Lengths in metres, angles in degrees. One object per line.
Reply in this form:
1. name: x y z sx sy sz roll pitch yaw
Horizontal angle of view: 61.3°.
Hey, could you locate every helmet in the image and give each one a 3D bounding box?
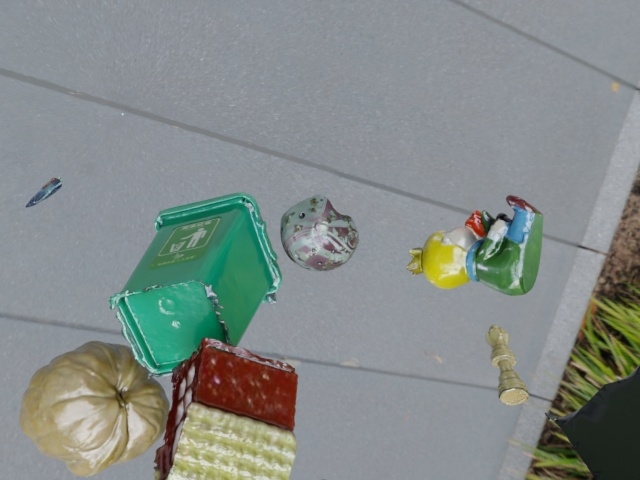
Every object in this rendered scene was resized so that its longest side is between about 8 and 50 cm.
1. helmet: -0.007 0.005 1.128 0.177 0.107 0.153 41 125 -19

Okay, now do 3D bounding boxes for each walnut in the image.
1. walnut: -0.493 0.362 1.183 0.296 0.285 0.285 29 92 -37

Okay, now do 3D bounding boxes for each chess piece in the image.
1. chess piece: 0.366 0.239 1.077 0.060 0.172 0.060 1 131 2

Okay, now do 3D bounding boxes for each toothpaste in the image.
1. toothpaste: -0.410 -0.073 0.806 0.027 0.083 0.019 -21 117 23

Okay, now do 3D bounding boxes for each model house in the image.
1. model house: -0.150 0.313 0.863 0.195 0.254 0.160 24 124 -21

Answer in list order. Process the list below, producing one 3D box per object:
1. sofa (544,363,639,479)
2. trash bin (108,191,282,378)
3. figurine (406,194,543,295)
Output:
1. sofa: 0.493 0.274 0.764 0.181 0.200 0.258 30 110 -25
2. trash bin: -0.245 0.101 1.139 0.258 0.381 0.296 -11 113 12
3. figurine: 0.279 0.005 0.998 0.127 0.234 0.185 2 95 -43
